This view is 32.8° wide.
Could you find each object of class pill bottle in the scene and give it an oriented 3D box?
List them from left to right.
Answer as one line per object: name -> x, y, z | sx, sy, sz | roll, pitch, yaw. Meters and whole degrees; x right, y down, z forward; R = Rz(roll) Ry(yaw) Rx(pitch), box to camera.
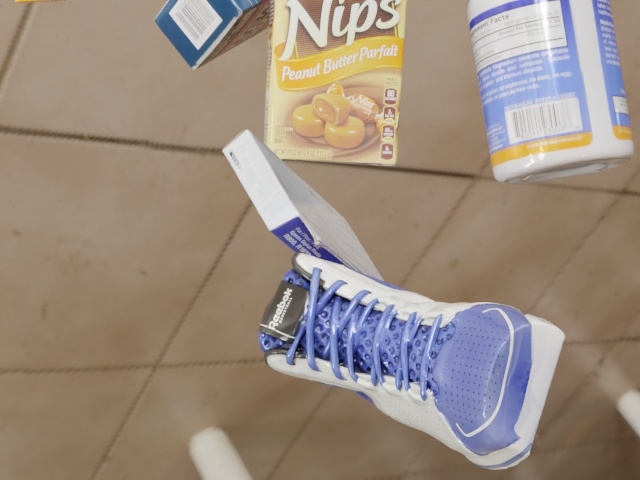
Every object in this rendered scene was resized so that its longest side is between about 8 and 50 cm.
pill bottle -> 0.241, -0.206, 1.172 | 0.152, 0.272, 0.152 | -8, 175, -1

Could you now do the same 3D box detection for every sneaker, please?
sneaker -> 0.048, 0.093, 0.901 | 0.182, 0.315, 0.127 | 17, 87, -17

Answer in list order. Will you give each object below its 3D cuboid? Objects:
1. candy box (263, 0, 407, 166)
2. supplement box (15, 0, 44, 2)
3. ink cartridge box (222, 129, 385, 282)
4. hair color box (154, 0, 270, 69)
candy box -> 0.020, -0.267, 1.514 | 0.183, 0.087, 0.316 | 2, 99, -9
supplement box -> -0.386, -0.375, 1.481 | 0.062, 0.036, 0.098 | -1, 101, 9
ink cartridge box -> 0.000, 0.000, 1.248 | 0.045, 0.224, 0.223 | -41, 133, 8
hair color box -> -0.077, -0.410, 1.692 | 0.347, 0.105, 0.174 | -39, -178, -38
